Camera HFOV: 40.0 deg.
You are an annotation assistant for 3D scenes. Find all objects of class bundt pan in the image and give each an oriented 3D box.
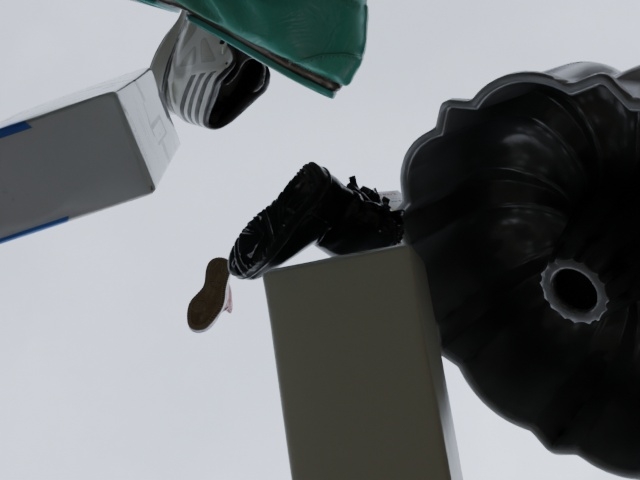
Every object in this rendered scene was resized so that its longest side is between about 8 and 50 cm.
[{"bbox_3d":[0.220,0.010,0.667,0.331,0.331,0.124,39,-131,20],"label":"bundt pan"}]

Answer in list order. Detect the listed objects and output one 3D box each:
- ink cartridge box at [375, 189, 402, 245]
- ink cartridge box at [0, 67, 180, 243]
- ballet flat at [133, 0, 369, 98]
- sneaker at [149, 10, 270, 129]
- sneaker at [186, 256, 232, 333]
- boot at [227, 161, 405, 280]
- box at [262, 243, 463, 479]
[{"bbox_3d":[0.073,-0.011,1.011,0.088,0.052,0.122,-5,-155,-21],"label":"ink cartridge box"},{"bbox_3d":[-0.209,-0.077,0.742,0.148,0.086,0.203,-19,-163,1],"label":"ink cartridge box"},{"bbox_3d":[-0.080,-0.174,0.553,0.247,0.083,0.087,24,-82,6],"label":"ballet flat"},{"bbox_3d":[-0.146,-0.408,1.582,0.169,0.448,0.257,5,-161,-45],"label":"sneaker"},{"bbox_3d":[-0.135,0.083,1.084,0.042,0.067,0.118,11,-136,5],"label":"sneaker"},{"bbox_3d":[0.000,0.000,0.685,0.121,0.099,0.045,-47,-140,18],"label":"boot"},{"bbox_3d":[0.039,0.150,0.612,0.113,0.094,0.275,-10,-103,13],"label":"box"}]
